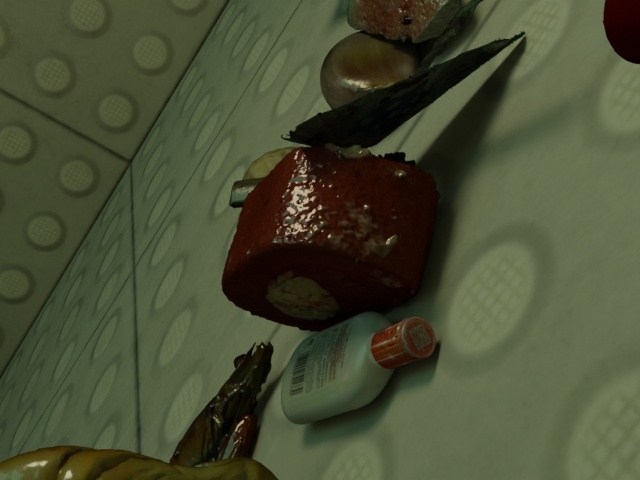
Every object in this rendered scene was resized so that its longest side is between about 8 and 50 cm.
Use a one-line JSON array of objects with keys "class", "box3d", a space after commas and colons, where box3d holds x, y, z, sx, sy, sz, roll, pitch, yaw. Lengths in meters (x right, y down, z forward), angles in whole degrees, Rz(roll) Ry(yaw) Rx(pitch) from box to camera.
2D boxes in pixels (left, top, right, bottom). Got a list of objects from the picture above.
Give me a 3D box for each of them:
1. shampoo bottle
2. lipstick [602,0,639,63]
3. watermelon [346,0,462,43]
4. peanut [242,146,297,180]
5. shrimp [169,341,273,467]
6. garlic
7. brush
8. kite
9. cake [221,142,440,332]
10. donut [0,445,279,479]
[{"class": "shampoo bottle", "box3d": [0.035, 0.127, 0.883, 0.221, 0.051, 0.108, -31, 35, 51]}, {"class": "lipstick", "box3d": [0.315, -0.185, 0.618, 0.080, 0.080, 0.241, -64, 22, -10]}, {"class": "watermelon", "box3d": [0.126, -0.338, 1.178, 0.154, 0.094, 0.241, -33, 36, -2]}, {"class": "peanut", "box3d": [-0.035, -0.068, 1.198, 0.124, 0.123, 0.256, -60, 24, 0]}, {"class": "shrimp", "box3d": [-0.129, 0.261, 1.061, 0.287, 0.063, 0.152, -60, 23, 9]}, {"class": "garlic", "box3d": [0.077, -0.263, 1.237, 0.129, 0.148, 0.267, 87, -172, -54]}, {"class": "brush", "box3d": [-0.005, -0.078, 1.068, 0.247, 0.036, 0.043, -5, 47, 21]}, {"class": "kite", "box3d": [0.094, -0.163, 0.908, 0.335, 0.011, 0.314, -27, -11, -26]}, {"class": "cake", "box3d": [0.000, 0.000, 0.944, 0.283, 0.177, 0.151, -27, 42, 57]}, {"class": "donut", "box3d": [-0.206, 0.315, 0.823, 0.360, 0.360, 0.170, -41, 44, 40]}]
